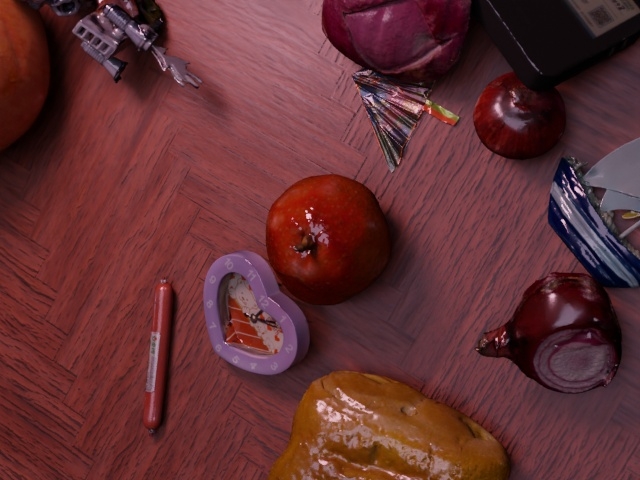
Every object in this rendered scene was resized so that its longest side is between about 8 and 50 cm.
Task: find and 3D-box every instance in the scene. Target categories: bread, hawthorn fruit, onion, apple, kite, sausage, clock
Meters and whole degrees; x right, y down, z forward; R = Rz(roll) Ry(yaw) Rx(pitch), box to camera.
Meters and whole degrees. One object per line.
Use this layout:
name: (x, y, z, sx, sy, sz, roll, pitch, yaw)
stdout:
bread: (0.085, 0.374, 1.625, 0.328, 0.148, 0.337, 23, 92, 21)
hawthorn fruit: (0.000, 0.000, 1.642, 0.196, 0.225, 0.196, 1, 94, 14)
onion: (0.314, 0.120, 1.582, 0.198, 0.135, 0.173, 0, 123, 12)
apple: (-0.631, -0.307, 1.791, 0.391, 0.346, 0.391, -1, 87, 19)
onion: (0.088, -0.332, 1.619, 0.247, 0.111, 0.250, 42, 135, 27)
onion: (0.280, -0.176, 1.617, 0.131, 0.131, 0.131, -1, 87, 17)
kite: (0.131, -0.227, 1.723, 0.183, 0.014, 0.241, 30, 95, 16)
sausage: (-0.257, 0.184, 1.814, 0.034, 0.034, 0.253, 4, 88, 18)
clock: (-0.101, 0.118, 1.745, 0.198, 0.064, 0.172, 53, 129, 14)

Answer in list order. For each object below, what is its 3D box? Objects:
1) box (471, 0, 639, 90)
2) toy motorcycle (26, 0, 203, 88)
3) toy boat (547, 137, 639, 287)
box: (0.287, -0.391, 1.609, 0.211, 0.058, 0.350, -27, 77, -20)
toy motorcycle: (-0.345, -0.363, 1.776, 0.401, 0.207, 0.134, 47, 132, -5)
toy boat: (0.463, -0.076, 1.589, 0.291, 0.067, 0.220, -39, 77, 9)
